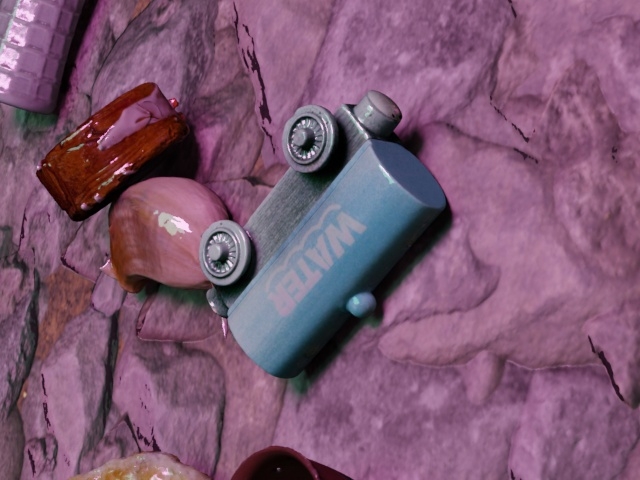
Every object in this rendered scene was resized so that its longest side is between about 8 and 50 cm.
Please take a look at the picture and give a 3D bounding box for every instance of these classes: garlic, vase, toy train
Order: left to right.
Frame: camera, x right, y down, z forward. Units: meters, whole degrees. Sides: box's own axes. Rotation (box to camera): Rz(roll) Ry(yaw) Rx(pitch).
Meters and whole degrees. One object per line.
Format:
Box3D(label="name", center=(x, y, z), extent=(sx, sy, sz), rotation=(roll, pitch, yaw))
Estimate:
Box3D(label="vase", center=(-0.322, -0.304, 1.682), extent=(0.143, 0.143, 0.299), rotation=(27, 99, 53))
Box3D(label="garlic", center=(-0.134, 0.007, 1.360), extent=(0.198, 0.090, 0.129), rotation=(17, 104, 48))
Box3D(label="toy train", center=(0.000, 0.000, 1.180), extent=(0.248, 0.101, 0.159), rotation=(-50, 57, 27))

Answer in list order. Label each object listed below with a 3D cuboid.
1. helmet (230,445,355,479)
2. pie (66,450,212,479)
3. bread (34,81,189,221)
Box3D(label="helmet", center=(-0.005, 0.244, 1.056), extent=(0.155, 0.106, 0.175), rotation=(43, 111, 53))
Box3D(label="pie", center=(-0.167, 0.316, 1.239), extent=(0.257, 0.105, 0.274), rotation=(-36, 48, 25))
Box3D(label="bread", center=(-0.206, -0.089, 1.422), extent=(0.160, 0.073, 0.160), rotation=(-41, 2, 2))
